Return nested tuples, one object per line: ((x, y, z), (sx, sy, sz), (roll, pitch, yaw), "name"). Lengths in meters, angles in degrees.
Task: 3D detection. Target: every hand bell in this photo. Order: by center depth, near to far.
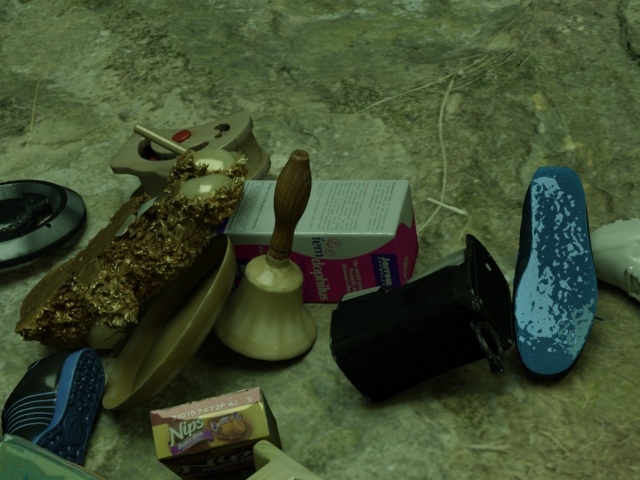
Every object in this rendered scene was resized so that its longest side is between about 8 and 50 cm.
((-0.046, 0.003, 1.423), (0.126, 0.242, 0.126), (8, 35, -6), "hand bell")

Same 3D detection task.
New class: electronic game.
((-0.436, -0.021, 1.747), (0.229, 0.048, 0.229), (-6, 29, 3), "electronic game")

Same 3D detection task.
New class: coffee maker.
((0.103, 0.093, 1.344), (0.178, 0.120, 0.171), (-26, 10, 23), "coffee maker")

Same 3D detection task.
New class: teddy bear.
((-0.205, 0.022, 1.498), (0.338, 0.113, 0.245), (-46, 21, -1), "teddy bear")

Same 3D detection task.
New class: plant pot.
((-0.164, 0.097, 1.430), (0.236, 0.032, 0.236), (-48, 16, 18), "plant pot")

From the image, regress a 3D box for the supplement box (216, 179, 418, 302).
((0.000, 0.000, 1.548), (0.220, 0.111, 0.114), (-1, 38, 15), "supplement box")

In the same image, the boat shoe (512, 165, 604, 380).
((0.268, 0.043, 1.429), (0.109, 0.089, 0.258), (11, 63, 7), "boat shoe")

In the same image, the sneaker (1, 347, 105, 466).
((-0.310, 0.215, 1.388), (0.090, 0.081, 0.232), (-14, 35, 23), "sneaker")

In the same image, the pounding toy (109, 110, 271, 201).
((-0.172, -0.131, 1.696), (0.269, 0.155, 0.154), (11, 45, 46), "pounding toy")

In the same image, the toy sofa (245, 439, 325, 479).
((-0.107, 0.346, 1.067), (0.362, 0.150, 0.177), (-32, 41, -32), "toy sofa")

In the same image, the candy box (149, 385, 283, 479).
((-0.099, 0.196, 1.262), (0.109, 0.186, 0.053), (-13, 71, -1), "candy box")

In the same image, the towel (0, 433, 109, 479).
((-0.129, 0.343, 0.952), (0.370, 0.040, 0.271), (29, 60, -15), "towel")

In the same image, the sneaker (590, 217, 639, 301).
((0.392, 0.045, 1.408), (0.235, 0.090, 0.095), (13, 53, 31), "sneaker")
